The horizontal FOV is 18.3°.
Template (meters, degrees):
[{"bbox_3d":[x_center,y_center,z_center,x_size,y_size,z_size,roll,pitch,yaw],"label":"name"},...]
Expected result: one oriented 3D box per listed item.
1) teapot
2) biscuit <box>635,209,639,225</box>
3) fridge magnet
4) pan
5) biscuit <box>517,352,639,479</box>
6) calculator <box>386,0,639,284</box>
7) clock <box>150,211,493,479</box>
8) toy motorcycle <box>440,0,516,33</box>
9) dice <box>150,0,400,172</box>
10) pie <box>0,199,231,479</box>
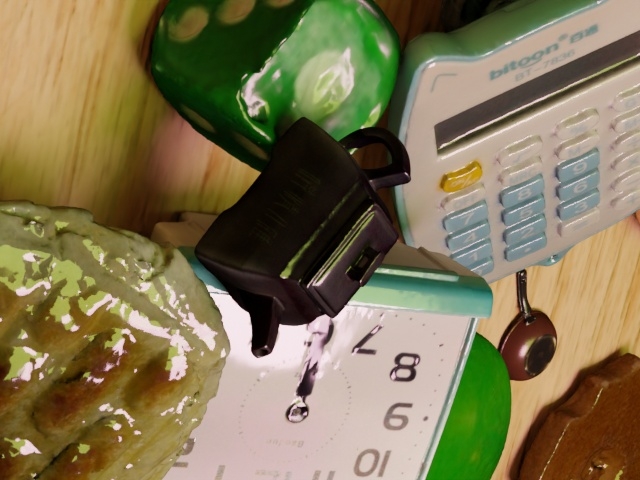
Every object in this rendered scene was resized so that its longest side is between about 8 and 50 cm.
[{"bbox_3d":[0.000,0.000,1.307,0.177,0.096,0.087,-51,143,-12],"label":"teapot"},{"bbox_3d":[0.418,-0.129,1.852,0.350,0.078,0.455,-57,138,-11],"label":"biscuit"},{"bbox_3d":[0.079,0.166,1.653,0.208,0.088,0.208,-24,126,-36],"label":"fridge magnet"},{"bbox_3d":[0.187,0.078,1.763,0.068,0.023,0.115,-29,129,-31],"label":"pan"},{"bbox_3d":[0.270,0.195,1.900,0.215,0.034,0.182,-46,137,-21],"label":"biscuit"},{"bbox_3d":[0.171,-0.080,1.544,0.256,0.054,0.386,-25,148,-6],"label":"calculator"},{"bbox_3d":[-0.031,0.103,1.471,0.262,0.116,0.231,6,111,-29],"label":"clock"},{"bbox_3d":[0.202,-0.163,1.606,0.296,0.109,0.198,-4,126,-36],"label":"toy motorcycle"},{"bbox_3d":[-0.032,-0.124,1.369,0.128,0.120,0.131,-56,140,-10],"label":"dice"},{"bbox_3d":[-0.210,0.104,1.283,0.306,0.071,0.306,-9,119,-16],"label":"pie"}]
